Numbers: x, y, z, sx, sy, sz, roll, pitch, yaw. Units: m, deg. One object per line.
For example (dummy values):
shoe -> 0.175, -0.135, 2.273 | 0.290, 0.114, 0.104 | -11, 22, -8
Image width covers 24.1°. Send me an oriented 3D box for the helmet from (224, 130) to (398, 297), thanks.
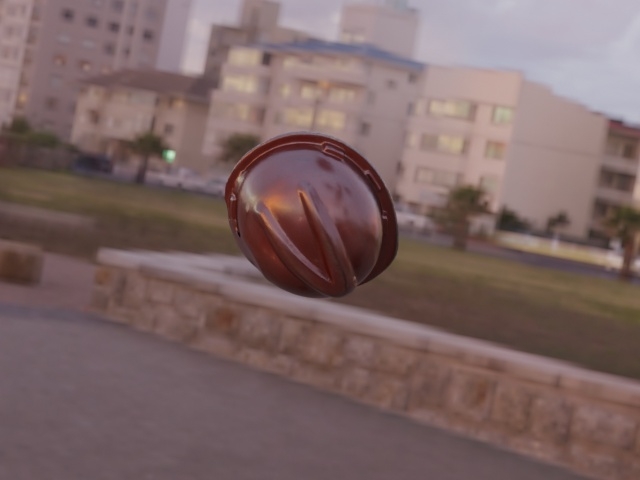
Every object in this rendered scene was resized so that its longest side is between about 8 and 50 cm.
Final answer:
helmet -> 0.000, 0.000, 0.810 | 0.111, 0.089, 0.057 | 52, 11, -30
